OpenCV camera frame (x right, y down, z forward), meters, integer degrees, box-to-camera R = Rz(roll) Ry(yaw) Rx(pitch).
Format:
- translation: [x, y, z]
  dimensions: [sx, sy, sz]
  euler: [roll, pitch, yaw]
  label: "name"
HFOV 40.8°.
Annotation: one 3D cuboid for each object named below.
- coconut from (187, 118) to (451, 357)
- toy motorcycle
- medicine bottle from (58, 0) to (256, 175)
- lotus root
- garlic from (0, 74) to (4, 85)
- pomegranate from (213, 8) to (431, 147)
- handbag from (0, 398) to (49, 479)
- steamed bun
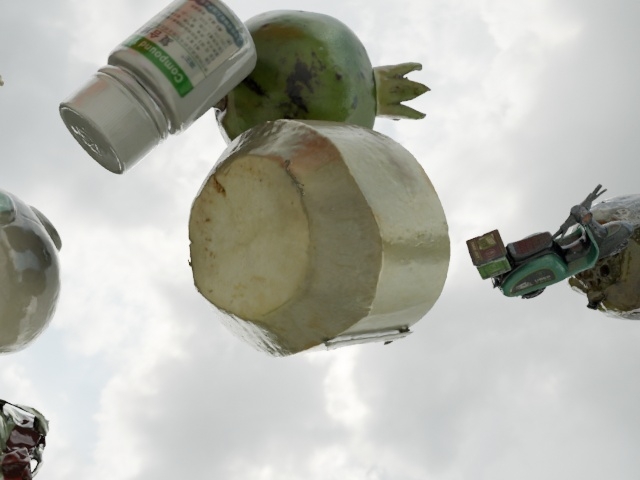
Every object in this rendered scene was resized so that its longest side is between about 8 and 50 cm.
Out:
- translation: [0.000, 0.000, 1.066]
  dimensions: [0.322, 0.323, 0.323]
  euler: [7, -74, 24]
  label: "coconut"
- translation: [0.258, 0.007, 0.950]
  dimensions: [0.173, 0.058, 0.100]
  euler: [-22, -43, 14]
  label: "toy motorcycle"
- translation: [-0.205, -0.200, 1.089]
  dimensions: [0.139, 0.237, 0.139]
  euler: [38, -22, 18]
  label: "medicine bottle"
- translation: [0.437, 0.020, 1.131]
  dimensions: [0.152, 0.274, 0.160]
  euler: [26, -65, 40]
  label: "lotus root"
- translation: [-0.607, -0.300, 1.396]
  dimensions: [0.225, 0.199, 0.199]
  euler: [19, -69, 6]
  label: "garlic"
- translation: [-0.003, -0.214, 1.280]
  dimensions: [0.340, 0.260, 0.261]
  euler: [-8, -78, -11]
  label: "pomegranate"
- translation: [-0.364, 0.189, 0.750]
  dimensions: [0.235, 0.213, 0.127]
  euler: [10, -86, -15]
  label: "handbag"
- translation: [-0.402, 0.027, 1.078]
  dimensions: [0.130, 0.177, 0.228]
  euler: [-26, -120, 13]
  label: "steamed bun"
